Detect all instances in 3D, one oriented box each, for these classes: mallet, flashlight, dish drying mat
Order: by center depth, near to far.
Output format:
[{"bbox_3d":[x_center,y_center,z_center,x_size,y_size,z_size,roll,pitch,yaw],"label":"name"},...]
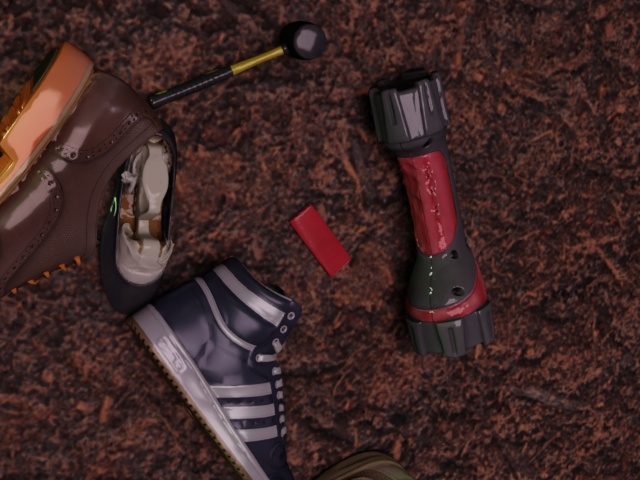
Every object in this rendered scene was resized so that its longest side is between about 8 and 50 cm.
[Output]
[{"bbox_3d":[-0.081,-0.173,1.082,0.189,0.062,0.039,-27,109,-17],"label":"mallet"},{"bbox_3d":[0.117,-0.026,1.180,0.103,0.103,0.304,-20,109,-17],"label":"flashlight"},{"bbox_3d":[0.000,0.000,1.182,0.032,0.008,0.083,-42,114,-11],"label":"dish drying mat"}]

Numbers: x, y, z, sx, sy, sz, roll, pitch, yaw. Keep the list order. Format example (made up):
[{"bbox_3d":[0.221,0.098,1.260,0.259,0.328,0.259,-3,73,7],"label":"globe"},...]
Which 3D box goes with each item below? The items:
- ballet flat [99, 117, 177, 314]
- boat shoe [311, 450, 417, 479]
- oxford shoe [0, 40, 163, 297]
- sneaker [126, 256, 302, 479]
[{"bbox_3d":[-0.176,-0.020,1.065,0.074,0.074,0.203,5,98,-25],"label":"ballet flat"},{"bbox_3d":[-0.032,0.349,1.178,0.341,0.110,0.122,-32,111,-16],"label":"boat shoe"},{"bbox_3d":[-0.277,0.006,0.979,0.132,0.130,0.364,33,93,-23],"label":"oxford shoe"},{"bbox_3d":[-0.064,0.149,1.133,0.153,0.099,0.282,-38,112,-14],"label":"sneaker"}]
